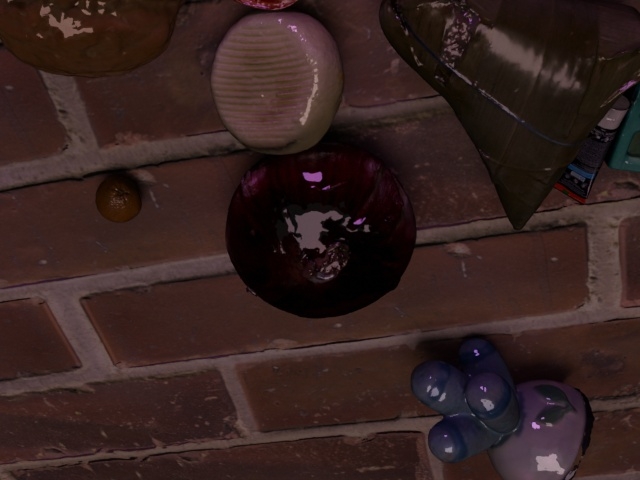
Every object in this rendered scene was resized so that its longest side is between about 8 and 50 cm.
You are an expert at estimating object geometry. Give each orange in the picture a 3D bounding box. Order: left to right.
[{"bbox_3d":[-0.334,-0.068,1.360,0.085,0.085,0.085,2,128,2],"label":"orange"}]

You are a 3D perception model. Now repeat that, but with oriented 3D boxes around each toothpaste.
[{"bbox_3d":[0.412,-0.141,1.266,0.071,0.045,0.193,33,139,19],"label":"toothpaste"}]

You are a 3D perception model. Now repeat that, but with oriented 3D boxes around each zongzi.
[{"bbox_3d":[0.221,-0.198,1.174,0.356,0.174,0.393,19,133,-5],"label":"zongzi"}]

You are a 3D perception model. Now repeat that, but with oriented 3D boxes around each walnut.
[{"bbox_3d":[-0.303,-0.327,1.068,0.257,0.257,0.225,1,96,3],"label":"walnut"}]

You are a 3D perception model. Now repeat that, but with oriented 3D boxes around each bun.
[{"bbox_3d":[-0.053,-0.231,1.190,0.222,0.127,0.222,15,118,29],"label":"bun"}]

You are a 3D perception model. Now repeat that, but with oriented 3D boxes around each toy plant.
[{"bbox_3d":[0.311,0.317,1.536,0.332,0.247,0.247,28,125,-13],"label":"toy plant"}]

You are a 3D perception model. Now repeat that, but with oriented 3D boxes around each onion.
[{"bbox_3d":[0.000,0.000,1.293,0.313,0.232,0.314,1,128,1],"label":"onion"}]

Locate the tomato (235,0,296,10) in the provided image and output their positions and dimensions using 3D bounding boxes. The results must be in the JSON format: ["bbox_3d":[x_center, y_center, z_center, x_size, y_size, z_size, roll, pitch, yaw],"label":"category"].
[{"bbox_3d":[-0.070,-0.389,1.093,0.155,0.069,0.156,4,121,7],"label":"tomato"}]

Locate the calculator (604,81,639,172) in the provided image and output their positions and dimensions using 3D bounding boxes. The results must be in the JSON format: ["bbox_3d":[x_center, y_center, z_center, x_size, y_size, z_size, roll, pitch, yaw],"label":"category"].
[{"bbox_3d":[0.574,-0.203,1.210,0.248,0.058,0.274,7,127,-3],"label":"calculator"}]
